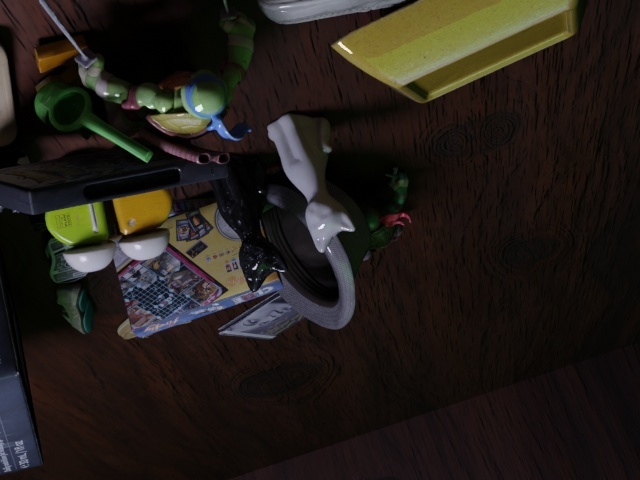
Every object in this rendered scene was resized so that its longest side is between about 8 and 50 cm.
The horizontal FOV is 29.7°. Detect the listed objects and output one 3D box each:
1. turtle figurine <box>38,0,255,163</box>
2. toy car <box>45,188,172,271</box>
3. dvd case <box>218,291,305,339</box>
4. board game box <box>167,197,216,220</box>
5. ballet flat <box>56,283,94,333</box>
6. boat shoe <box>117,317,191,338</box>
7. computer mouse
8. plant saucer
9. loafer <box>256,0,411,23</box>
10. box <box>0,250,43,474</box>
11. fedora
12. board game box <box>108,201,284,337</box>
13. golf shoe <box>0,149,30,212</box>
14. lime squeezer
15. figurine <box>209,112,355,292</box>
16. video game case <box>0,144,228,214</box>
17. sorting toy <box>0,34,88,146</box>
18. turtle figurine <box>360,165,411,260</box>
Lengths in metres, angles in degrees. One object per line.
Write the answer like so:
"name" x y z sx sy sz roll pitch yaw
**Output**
"turtle figurine" -0.186 -0.223 1.456 0.198 0.275 0.266 -49 -169 -16
"toy car" -0.310 -0.048 1.758 0.182 0.159 0.136 -13 -166 -13
"dvd case" -0.082 0.150 2.516 0.221 0.018 0.164 -32 154 30
"board game box" -0.225 -0.031 1.977 0.154 0.026 0.103 -6 154 -28
"ballet flat" -0.436 0.115 2.140 0.052 0.057 0.168 11 152 2
"boat shoe" -0.319 0.160 2.317 0.153 0.048 0.056 -22 157 9
"computer mouse" -0.404 0.004 1.907 0.106 0.042 0.193 -15 152 -20
"plant saucer" 0.206 -0.268 1.558 0.333 0.081 0.333 -23 176 12
"loafer" 0.078 -0.318 1.439 0.319 0.112 0.111 -17 149 -5
"box" -0.691 0.202 1.822 0.472 0.297 0.480 -11 156 -13
"fedora" 0.000 0.000 2.002 0.124 0.244 0.275 -39 129 -27
"board game box" -0.197 0.036 1.901 0.243 0.165 0.042 -18 157 1
"golf shoe" -0.484 -0.085 1.619 0.198 0.077 0.094 -7 133 -22
"lime squeezer" -0.292 -0.142 1.458 0.059 0.110 0.310 -41 -158 -13
"figurine" -0.056 -0.056 1.808 0.215 0.209 0.092 -30 155 26
"video game case" -0.287 -0.081 1.520 0.248 0.035 0.275 -13 -168 -29
"sorting toy" -0.438 -0.174 1.480 0.307 0.041 0.229 -19 161 -16
"turtle figurine" 0.084 -0.035 2.104 0.175 0.118 0.234 -19 163 2
